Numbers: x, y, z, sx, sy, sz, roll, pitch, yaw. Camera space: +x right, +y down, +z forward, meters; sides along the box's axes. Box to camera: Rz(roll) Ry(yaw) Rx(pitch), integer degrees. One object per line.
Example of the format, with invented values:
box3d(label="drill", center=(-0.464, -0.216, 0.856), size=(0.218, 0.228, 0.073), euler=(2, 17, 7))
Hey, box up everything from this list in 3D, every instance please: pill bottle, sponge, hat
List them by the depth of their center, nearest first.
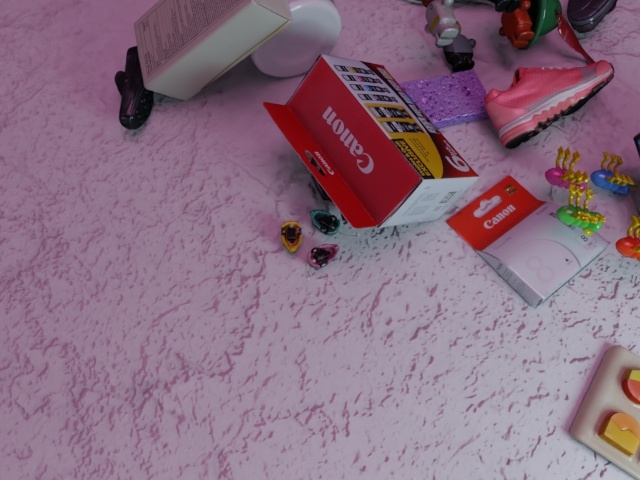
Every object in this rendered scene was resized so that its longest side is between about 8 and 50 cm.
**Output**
box3d(label="sponge", center=(0.247, -0.292, 1.393), size=(0.210, 0.031, 0.117), euler=(-13, 63, -11))
box3d(label="pill bottle", center=(-0.118, -0.542, 1.410), size=(0.204, 0.204, 0.360), euler=(-21, 65, -14))
box3d(label="hat", center=(0.526, -0.507, 1.461), size=(0.184, 0.208, 0.172), euler=(-6, 43, -9))

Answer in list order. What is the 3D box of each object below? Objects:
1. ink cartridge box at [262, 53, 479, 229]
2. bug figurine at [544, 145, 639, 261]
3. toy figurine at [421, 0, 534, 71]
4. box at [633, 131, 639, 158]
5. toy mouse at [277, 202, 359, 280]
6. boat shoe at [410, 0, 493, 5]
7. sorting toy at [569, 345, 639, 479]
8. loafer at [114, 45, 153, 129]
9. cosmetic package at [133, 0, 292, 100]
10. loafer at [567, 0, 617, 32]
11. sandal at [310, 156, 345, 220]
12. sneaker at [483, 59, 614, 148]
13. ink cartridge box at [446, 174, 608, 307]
box3d(label="ink cartridge box", center=(0.090, -0.179, 1.189), size=(0.272, 0.130, 0.309), euler=(-10, 57, -50))
box3d(label="bug figurine", center=(0.522, -0.065, 1.225), size=(0.217, 0.072, 0.278), euler=(17, 43, -11))
box3d(label="toy figurine", center=(0.324, -0.479, 1.386), size=(0.210, 0.213, 0.148), euler=(-23, 67, 24))
box3d(label="box", center=(0.738, -0.057, 1.218), size=(0.257, 0.079, 0.321), euler=(7, 62, -23))
box3d(label="toy mouse", center=(0.000, 0.000, 1.217), size=(0.143, 0.031, 0.160), euler=(-6, 62, -6))
box3d(label="boat shoe", center=(0.337, -0.611, 1.538), size=(0.336, 0.095, 0.112), euler=(5, 61, -1))
box3d(label="sorting toy", center=(0.541, 0.296, 1.084), size=(0.208, 0.038, 0.193), euler=(31, 64, 13))
box3d(label="loafer", center=(-0.379, -0.313, 1.345), size=(0.078, 0.076, 0.223), euler=(1, 56, 3))
box3d(label="cosmetic package", center=(-0.214, -0.417, 1.272), size=(0.113, 0.310, 0.160), euler=(7, 65, -50))
box3d(label="loafer", center=(0.660, -0.582, 1.547), size=(0.109, 0.095, 0.302), euler=(5, 58, 39))
box3d(label="sandal", center=(0.007, -0.132, 1.263), size=(0.055, 0.097, 0.254), euler=(-21, 54, -1))
box3d(label="sneaker", center=(0.469, -0.316, 1.358), size=(0.314, 0.116, 0.136), euler=(-31, 81, -18))
box3d(label="ink cartridge box", center=(0.384, -0.014, 1.237), size=(0.189, 0.066, 0.232), euler=(-34, 72, -20))
